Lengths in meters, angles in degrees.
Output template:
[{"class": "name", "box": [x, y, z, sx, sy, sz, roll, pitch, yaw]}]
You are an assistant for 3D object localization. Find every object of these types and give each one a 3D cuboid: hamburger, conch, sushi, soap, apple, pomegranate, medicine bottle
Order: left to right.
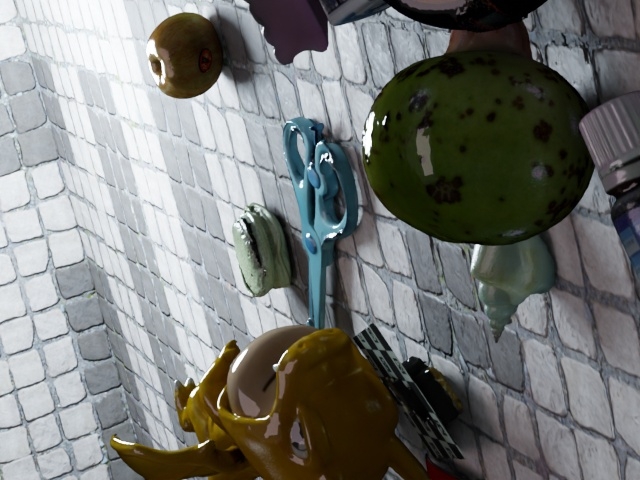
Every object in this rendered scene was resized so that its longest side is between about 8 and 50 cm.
[{"class": "apple", "box": [-0.201, -0.272, 2.348, 0.126, 0.102, 0.126, 52, 152, 42]}, {"class": "hamburger", "box": [-0.090, 0.015, 2.372, 0.133, 0.062, 0.140, 25, 133, 66]}, {"class": "soap", "box": [-0.040, -0.303, 1.769, 0.203, 0.065, 0.122, -91, -23, -47]}, {"class": "sushi", "box": [0.123, 0.173, 1.942, 0.192, 0.050, 0.215, 56, 171, 2]}, {"class": "pomegranate", "box": [0.143, -0.118, 1.429, 0.214, 0.214, 0.247, 157, 118, -71]}, {"class": "conch", "box": [0.188, 0.027, 1.608, 0.088, 0.065, 0.180, -135, 41, -56]}, {"class": "medicine bottle", "box": [0.279, -0.020, 1.290, 0.203, 0.083, 0.083, 67, 161, 14]}]

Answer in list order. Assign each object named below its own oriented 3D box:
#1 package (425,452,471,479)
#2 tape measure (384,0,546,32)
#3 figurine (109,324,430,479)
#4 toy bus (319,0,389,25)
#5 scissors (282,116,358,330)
[{"class": "package", "box": [0.187, 0.393, 2.003, 0.154, 0.030, 0.239, 16, 126, 66]}, {"class": "tape measure", "box": [0.122, -0.285, 1.331, 0.202, 0.135, 0.222, -3, 95, 36]}, {"class": "figurine", "box": [-0.032, 0.282, 2.190, 0.401, 0.268, 0.387, 38, 155, -22]}, {"class": "toy bus", "box": [0.070, -0.311, 1.566, 0.131, 0.106, 0.297, 67, 160, 0]}, {"class": "scissors", "box": [0.001, 0.000, 2.151, 0.180, 0.032, 0.393, 53, 153, 42]}]
